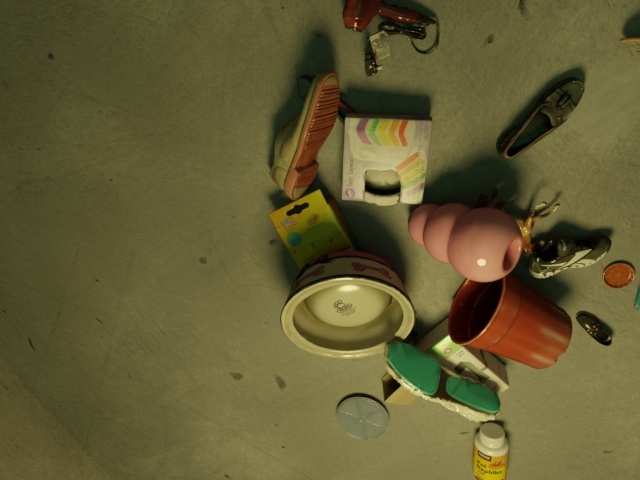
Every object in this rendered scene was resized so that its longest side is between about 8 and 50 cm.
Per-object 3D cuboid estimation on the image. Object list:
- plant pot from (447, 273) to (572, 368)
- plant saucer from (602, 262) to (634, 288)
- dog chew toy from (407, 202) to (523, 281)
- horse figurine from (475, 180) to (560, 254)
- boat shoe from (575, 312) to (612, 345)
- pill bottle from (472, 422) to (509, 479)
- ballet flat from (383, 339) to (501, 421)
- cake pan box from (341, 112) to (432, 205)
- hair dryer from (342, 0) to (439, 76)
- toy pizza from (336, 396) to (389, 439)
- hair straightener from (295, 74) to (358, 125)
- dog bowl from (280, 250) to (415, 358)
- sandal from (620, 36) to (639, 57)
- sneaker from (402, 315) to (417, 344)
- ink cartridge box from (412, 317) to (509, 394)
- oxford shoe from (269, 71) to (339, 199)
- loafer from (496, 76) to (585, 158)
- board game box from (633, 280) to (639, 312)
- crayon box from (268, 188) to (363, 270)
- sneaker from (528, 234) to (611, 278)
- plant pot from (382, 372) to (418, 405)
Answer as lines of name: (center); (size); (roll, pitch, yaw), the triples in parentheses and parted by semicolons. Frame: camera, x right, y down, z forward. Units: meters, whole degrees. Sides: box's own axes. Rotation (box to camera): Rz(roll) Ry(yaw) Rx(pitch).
plant pot: (0.570, 0.238, 1.414); (0.265, 0.272, 0.272); (26, 115, -8)
plant saucer: (0.883, 0.103, 1.406); (0.084, 0.013, 0.083); (5, 113, 11)
dog chew toy: (0.391, -0.014, 1.346); (0.332, 0.207, 0.206); (25, 122, 43)
horse figurine: (0.556, -0.069, 1.376); (0.263, 0.066, 0.174); (20, 132, -4)
boat shoe: (0.850, 0.274, 1.469); (0.133, 0.042, 0.049); (41, 117, -4)
pill bottle: (0.604, 0.759, 1.681); (0.117, 0.117, 0.214); (0, 112, 13)
ballet flat: (0.361, 0.461, 1.488); (0.409, 0.147, 0.147); (28, 115, 1)
cake pan box: (0.186, -0.233, 1.382); (0.246, 0.070, 0.266); (6, 119, 6)
hair dryer: (0.171, -0.612, 1.265); (0.224, 0.080, 0.293); (-24, 111, 4)
toy pizza: (0.162, 0.670, 1.796); (0.201, 0.032, 0.201); (5, 112, 12)
hair straightener: (0.012, -0.395, 1.385); (0.230, 0.047, 0.089); (37, 116, -9)
dog bowl: (0.083, 0.198, 1.480); (0.408, 0.150, 0.407); (1, 134, 1)
sandal: (0.851, -0.439, 1.152); (0.240, 0.088, 0.079); (8, 107, 4)
sneaker: (0.281, 0.354, 1.614); (0.098, 0.083, 0.223); (1, 111, 8)
ink cartridge box: (0.455, 0.425, 1.581); (0.273, 0.114, 0.198); (41, 115, -5)
oxford shoe: (-0.064, -0.313, 1.376); (0.147, 0.140, 0.396); (37, 124, 21)
loafer: (0.593, -0.314, 1.264); (0.096, 0.084, 0.267); (41, 115, -5)
board game box: (1.017, 0.114, 1.360); (0.160, 0.047, 0.210); (2, 113, 12)
crayon box: (0.000, 0.000, 1.533); (0.202, 0.081, 0.318); (-23, 106, 21)
sneaker: (0.712, 0.032, 1.357); (0.234, 0.078, 0.106); (-22, 134, 14)
plant pot: (0.290, 0.516, 1.668); (0.096, 0.109, 0.109); (32, 116, -14)
